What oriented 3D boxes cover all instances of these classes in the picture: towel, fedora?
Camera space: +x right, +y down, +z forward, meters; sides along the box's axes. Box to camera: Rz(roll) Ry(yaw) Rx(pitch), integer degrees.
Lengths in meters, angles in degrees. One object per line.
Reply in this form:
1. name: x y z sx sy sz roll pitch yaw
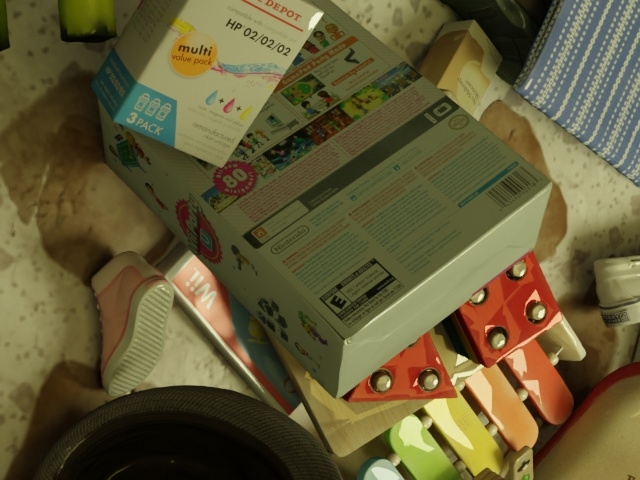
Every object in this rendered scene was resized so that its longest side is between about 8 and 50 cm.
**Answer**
1. towel: 0.325 -0.204 1.430 0.336 0.040 0.243 26 87 -50
2. fedora: -0.109 0.252 1.170 0.124 0.275 0.243 75 26 -69

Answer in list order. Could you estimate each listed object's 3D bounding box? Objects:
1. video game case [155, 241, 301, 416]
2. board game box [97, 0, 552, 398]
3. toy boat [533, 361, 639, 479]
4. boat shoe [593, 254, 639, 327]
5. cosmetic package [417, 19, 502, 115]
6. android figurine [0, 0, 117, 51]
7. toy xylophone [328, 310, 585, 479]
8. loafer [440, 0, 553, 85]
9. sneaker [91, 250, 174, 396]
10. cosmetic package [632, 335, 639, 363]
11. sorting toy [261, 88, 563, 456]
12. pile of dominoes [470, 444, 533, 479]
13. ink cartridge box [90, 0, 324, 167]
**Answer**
1. video game case: 0.000 0.000 1.304 0.285 0.025 0.204 -47 121 -17
2. board game box: -0.002 -0.054 1.126 0.224 0.303 0.097 -34 153 -23
3. toy boat: 0.321 0.217 1.500 0.151 0.151 0.231 27 122 -13
4. boat shoe: 0.410 0.021 1.549 0.268 0.096 0.088 -17 92 -27
5. cosmetic package: 0.126 -0.152 1.333 0.060 0.041 0.115 46 61 -33
6. android figurine: -0.221 -0.278 1.007 0.248 0.056 0.272 -3 93 8
7. toy xylophone: 0.148 0.195 1.409 0.236 0.081 0.322 45 75 -32
8. loafer: 0.160 -0.264 1.332 0.267 0.096 0.084 52 51 -37
9. sneaker: -0.170 0.068 1.195 0.051 0.070 0.134 -13 136 -40
10. cosmetic package: 0.453 0.182 1.568 0.151 0.151 0.183 11 94 -34
11. sorting toy: 0.075 0.035 1.247 0.255 0.089 0.257 -31 108 -14
12. pile of dominoes: 0.165 0.343 1.418 0.196 0.040 0.251 -35 137 -27
13. ink cartridge box: -0.074 -0.156 1.012 0.104 0.061 0.181 22 110 -37
